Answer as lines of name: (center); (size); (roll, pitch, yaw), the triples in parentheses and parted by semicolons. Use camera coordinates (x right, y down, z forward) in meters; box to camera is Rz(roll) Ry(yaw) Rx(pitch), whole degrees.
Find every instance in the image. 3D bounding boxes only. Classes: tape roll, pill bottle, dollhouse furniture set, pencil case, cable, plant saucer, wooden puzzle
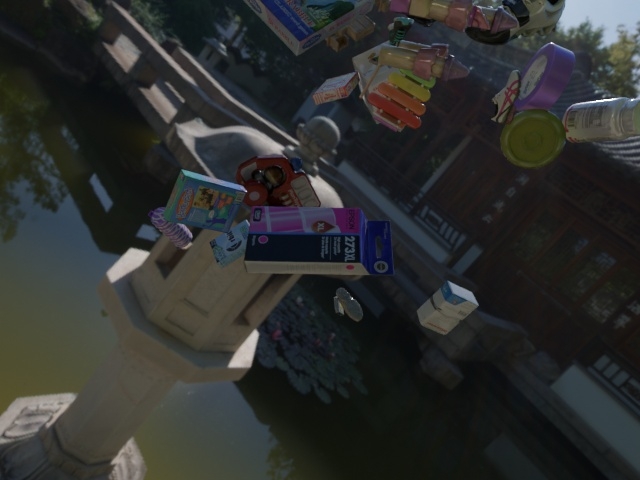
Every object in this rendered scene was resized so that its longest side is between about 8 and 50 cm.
tape roll: (0.889, -0.640, 1.941); (0.090, 0.274, 0.275); (21, 14, -4)
pill bottle: (1.107, -0.463, 1.865); (0.160, 0.160, 0.283); (33, -7, -26)
dollhouse furniture set: (0.133, -1.001, 1.940); (0.173, 0.303, 0.355); (48, -18, 17)
pencil case: (-0.586, -0.050, 1.906); (0.088, 0.086, 0.206); (21, -23, 24)
cable: (0.405, -0.952, 1.950); (0.185, 0.150, 0.047); (31, -4, 10)
plant saucer: (0.842, -0.398, 1.920); (0.241, 0.241, 0.037); (40, 32, 1)
wooden puzzle: (0.228, -0.680, 1.820); (0.116, 0.078, 0.014); (29, -36, 25)

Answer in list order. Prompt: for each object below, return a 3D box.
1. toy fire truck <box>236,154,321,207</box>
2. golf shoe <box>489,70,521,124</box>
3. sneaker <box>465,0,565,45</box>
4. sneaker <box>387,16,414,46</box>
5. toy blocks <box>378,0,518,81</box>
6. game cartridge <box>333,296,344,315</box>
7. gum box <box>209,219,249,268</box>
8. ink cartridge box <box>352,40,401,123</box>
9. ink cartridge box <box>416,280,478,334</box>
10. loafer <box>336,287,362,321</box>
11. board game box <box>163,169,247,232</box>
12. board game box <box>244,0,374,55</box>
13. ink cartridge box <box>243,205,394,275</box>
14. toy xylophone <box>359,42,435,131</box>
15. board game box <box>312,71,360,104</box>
toy fire truck: (-0.161, -0.196, 1.805); (0.302, 0.254, 0.169); (62, 1, -36)
golf shoe: (0.655, -0.509, 1.707); (0.086, 0.185, 0.067); (12, 9, 9)
sneaker: (0.586, -0.686, 1.442); (0.146, 0.331, 0.122); (95, -28, -56)
sneaker: (0.249, -0.646, 1.509); (0.065, 0.076, 0.166); (4, 11, -2)
toy blocks: (0.304, -0.509, 1.043); (0.260, 0.308, 0.288); (18, 29, 13)
game cartridge: (0.059, 0.207, 1.543); (0.083, 0.017, 0.055); (48, 31, -69)
gum box: (-0.357, 0.012, 2.001); (0.157, 0.185, 0.041); (55, -4, 48)
ink cartridge box: (0.288, -0.716, 2.201); (0.270, 0.198, 0.197); (57, 9, -64)
ink cartridge box: (0.494, 0.266, 1.893); (0.140, 0.190, 0.082); (25, 33, -24)
loafer: (0.088, 0.198, 1.460); (0.125, 0.045, 0.039); (54, -23, 36)
board game box: (-0.354, -0.116, 1.491); (0.210, 0.160, 0.047); (13, 25, -39)
board game box: (-0.054, -0.745, 1.431); (0.318, 0.318, 0.066); (47, -22, 6)
ink cartridge box: (0.000, 0.000, 1.232); (0.372, 0.069, 0.175); (2, 54, 0)
toy xylophone: (0.275, -0.531, 1.675); (0.237, 0.322, 0.081); (24, -6, 3)
board game box: (0.067, -0.627, 1.987); (0.045, 0.147, 0.193); (67, 30, -29)
